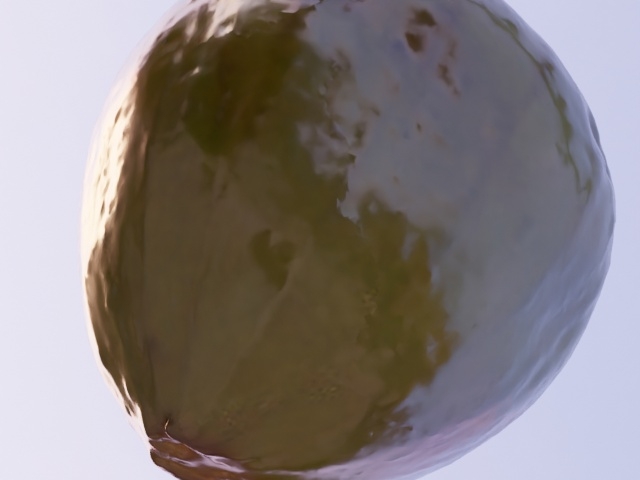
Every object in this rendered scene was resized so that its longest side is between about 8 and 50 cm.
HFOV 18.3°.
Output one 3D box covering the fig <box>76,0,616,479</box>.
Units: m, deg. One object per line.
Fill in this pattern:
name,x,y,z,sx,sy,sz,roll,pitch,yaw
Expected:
fig,0.004,0.005,1.189,0.343,0.343,0.343,28,-48,37
